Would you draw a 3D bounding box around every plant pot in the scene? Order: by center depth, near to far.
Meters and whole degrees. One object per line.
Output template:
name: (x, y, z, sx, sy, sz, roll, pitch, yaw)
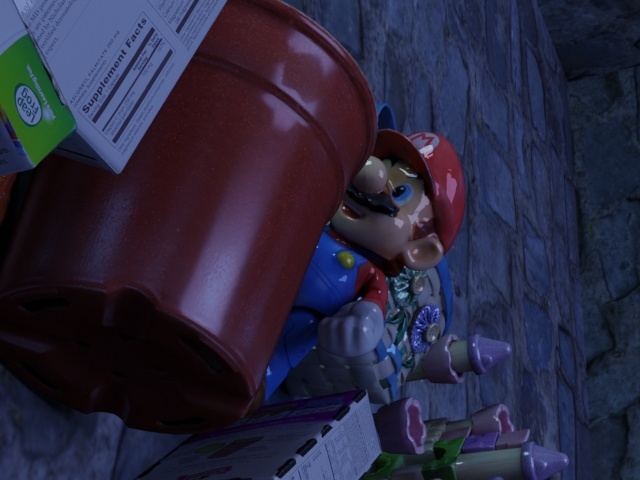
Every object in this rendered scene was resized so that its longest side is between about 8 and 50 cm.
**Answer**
plant pot: (-0.113, -0.013, 0.917, 0.272, 0.272, 0.265, 56, 39, -43)

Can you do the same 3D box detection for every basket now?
basket: (0.049, 0.025, 1.336, 0.255, 0.201, 0.289, 68, 31, -42)

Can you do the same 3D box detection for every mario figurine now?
mario figurine: (0.000, 0.000, 1.096, 0.198, 0.320, 0.170, 49, -16, -2)

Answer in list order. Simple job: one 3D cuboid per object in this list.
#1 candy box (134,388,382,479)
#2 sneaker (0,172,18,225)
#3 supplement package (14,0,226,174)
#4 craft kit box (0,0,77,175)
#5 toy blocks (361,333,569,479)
candy box: (-0.057, 0.207, 1.047, 0.233, 0.159, 0.071, -26, 102, -67)
sneaker: (-0.248, -0.046, 0.863, 0.067, 0.064, 0.175, 84, 16, -47)
supplement package: (-0.173, -0.209, 0.791, 0.262, 0.204, 0.145, -61, 144, -16)
craft kit box: (-0.275, -0.126, 0.562, 0.061, 0.250, 0.246, -59, 133, -57)
toy blocks: (0.188, 0.291, 1.469, 0.288, 0.260, 0.309, -41, 117, -66)
